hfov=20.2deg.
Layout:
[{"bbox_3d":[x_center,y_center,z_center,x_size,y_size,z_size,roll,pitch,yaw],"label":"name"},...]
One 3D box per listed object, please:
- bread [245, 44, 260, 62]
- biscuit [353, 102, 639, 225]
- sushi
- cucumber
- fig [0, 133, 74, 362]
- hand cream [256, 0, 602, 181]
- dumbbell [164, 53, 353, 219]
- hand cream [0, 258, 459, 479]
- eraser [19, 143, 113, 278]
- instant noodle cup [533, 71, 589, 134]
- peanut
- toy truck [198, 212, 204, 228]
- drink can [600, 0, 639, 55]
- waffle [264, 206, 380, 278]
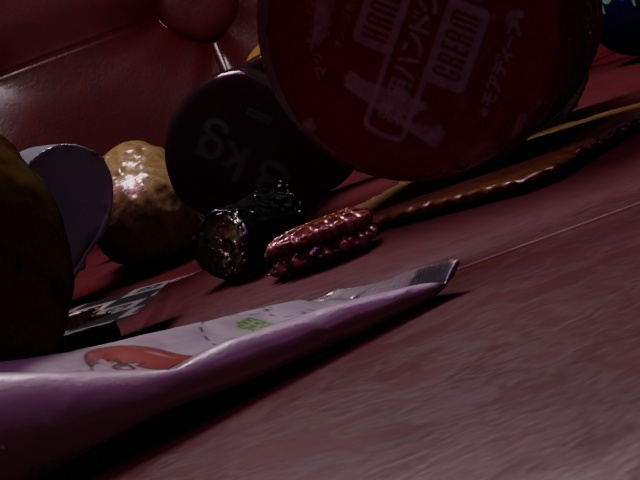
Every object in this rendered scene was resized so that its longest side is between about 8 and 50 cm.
[{"bbox_3d":[0.014,-0.161,1.895,0.195,0.148,0.344,-22,7,-5],"label":"bread"},{"bbox_3d":[0.120,-0.051,1.283,0.237,0.013,0.232,-14,9,40],"label":"biscuit"},{"bbox_3d":[-0.193,0.076,1.124,0.201,0.031,0.139,-16,7,7],"label":"sushi"},{"bbox_3d":[-0.046,-0.008,1.291,0.053,0.053,0.181,-18,5,18],"label":"cucumber"},{"bbox_3d":[-0.248,-0.018,0.842,0.217,0.217,0.321,-20,-34,0],"label":"fig"},{"bbox_3d":[0.080,-0.160,1.268,0.230,0.230,0.149,-18,6,22],"label":"hand cream"},{"bbox_3d":[-0.041,-0.087,1.509,0.124,0.140,0.225,-62,-5,14],"label":"dumbbell"},{"bbox_3d":[-0.089,0.063,0.832,0.336,0.076,0.121,-17,5,-36],"label":"hand cream"},{"bbox_3d":[-0.234,0.005,1.392,0.174,0.081,0.227,-56,13,-6],"label":"eraser"},{"bbox_3d":[0.140,-0.149,1.442,0.208,0.177,0.125,13,16,-14],"label":"instant noodle cup"},{"bbox_3d":[-0.155,-0.033,1.563,0.095,0.108,0.226,-12,4,-4],"label":"peanut"},{"bbox_3d":[-0.166,-0.020,1.721,0.123,0.052,0.063,-14,15,36],"label":"toy truck"},{"bbox_3d":[0.342,-0.244,1.723,0.118,0.118,0.205,-23,6,-19],"label":"drink can"},{"bbox_3d":[0.000,0.000,1.167,0.075,0.029,0.083,-18,5,19],"label":"waffle"}]
